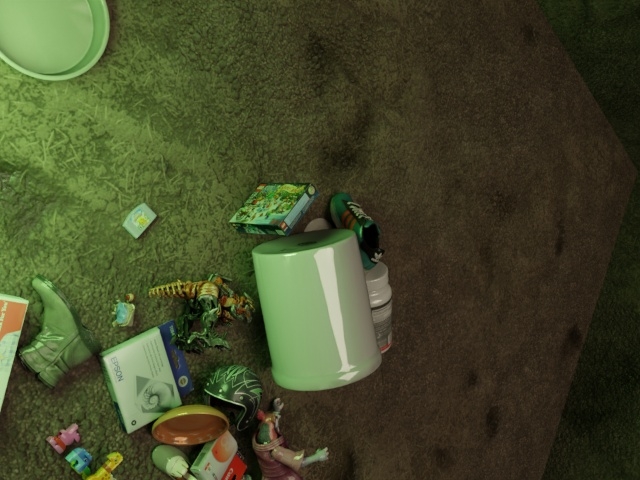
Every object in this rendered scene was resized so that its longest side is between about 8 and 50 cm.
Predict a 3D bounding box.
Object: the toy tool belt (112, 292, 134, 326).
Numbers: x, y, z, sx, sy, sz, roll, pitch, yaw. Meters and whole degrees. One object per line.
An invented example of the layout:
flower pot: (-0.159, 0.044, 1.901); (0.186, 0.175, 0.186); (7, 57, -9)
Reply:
toy tool belt: (-0.492, 0.173, 1.618); (0.051, 0.052, 0.083); (7, 88, -50)

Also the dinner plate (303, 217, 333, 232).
dinner plate: (0.000, 0.000, 2.068); (0.141, 0.017, 0.141); (-3, 94, -41)

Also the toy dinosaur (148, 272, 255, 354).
toy dinosaur: (-0.316, 0.186, 1.744); (0.321, 0.164, 0.219); (14, 68, -24)

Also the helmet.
helmet: (-0.239, 0.421, 1.789); (0.169, 0.169, 0.162); (-11, 118, -41)

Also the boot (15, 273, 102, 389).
boot: (-0.626, 0.214, 1.486); (0.161, 0.083, 0.247); (-38, 116, -27)

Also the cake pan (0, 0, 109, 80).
cake pan: (-0.619, -0.503, 1.446); (0.293, 0.054, 0.294); (-4, 97, -41)

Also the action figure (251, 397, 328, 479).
action figure: (-0.141, 0.636, 1.874); (0.275, 0.248, 0.370); (-30, 119, -26)

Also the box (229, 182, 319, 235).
box: (-0.131, -0.090, 1.796); (0.044, 0.233, 0.159); (51, 61, -32)

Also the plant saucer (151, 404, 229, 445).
plant saucer: (-0.342, 0.483, 1.710); (0.200, 0.200, 0.037); (29, 37, -39)

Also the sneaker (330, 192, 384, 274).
sneaker: (0.124, -0.045, 2.015); (0.108, 0.121, 0.302); (15, 45, -41)

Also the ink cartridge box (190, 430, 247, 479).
ink cartridge box: (-0.268, 0.631, 1.801); (0.179, 0.045, 0.145); (59, 40, -25)

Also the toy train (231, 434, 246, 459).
toy train: (-0.263, 0.581, 1.872); (0.036, 0.027, 0.158); (-46, 121, -25)

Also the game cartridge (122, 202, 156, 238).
game cartridge: (-0.461, -0.053, 1.651); (0.056, 0.017, 0.083); (50, 62, -28)

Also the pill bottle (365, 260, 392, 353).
pill bottle: (0.148, 0.214, 2.078); (0.161, 0.161, 0.283); (-28, 126, -37)

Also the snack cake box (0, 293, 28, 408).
snack cake box: (-0.738, 0.238, 1.377); (0.152, 0.089, 0.265); (18, 81, -39)

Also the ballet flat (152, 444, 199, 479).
ballet flat: (-0.367, 0.625, 1.755); (0.072, 0.068, 0.213); (-52, 124, -26)

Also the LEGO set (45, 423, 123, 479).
LEGO set: (-0.545, 0.534, 1.577); (0.093, 0.087, 0.227); (-45, 122, -30)

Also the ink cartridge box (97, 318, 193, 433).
ink cartridge box: (-0.438, 0.348, 1.684); (0.224, 0.045, 0.224); (-26, 110, -38)

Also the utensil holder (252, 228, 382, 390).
utensil holder: (-0.012, 0.185, 1.870); (0.327, 0.327, 0.386); (-18, 103, -39)

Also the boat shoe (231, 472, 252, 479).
boat shoe: (-0.262, 0.758, 1.869); (0.066, 0.066, 0.183); (34, 61, -33)
